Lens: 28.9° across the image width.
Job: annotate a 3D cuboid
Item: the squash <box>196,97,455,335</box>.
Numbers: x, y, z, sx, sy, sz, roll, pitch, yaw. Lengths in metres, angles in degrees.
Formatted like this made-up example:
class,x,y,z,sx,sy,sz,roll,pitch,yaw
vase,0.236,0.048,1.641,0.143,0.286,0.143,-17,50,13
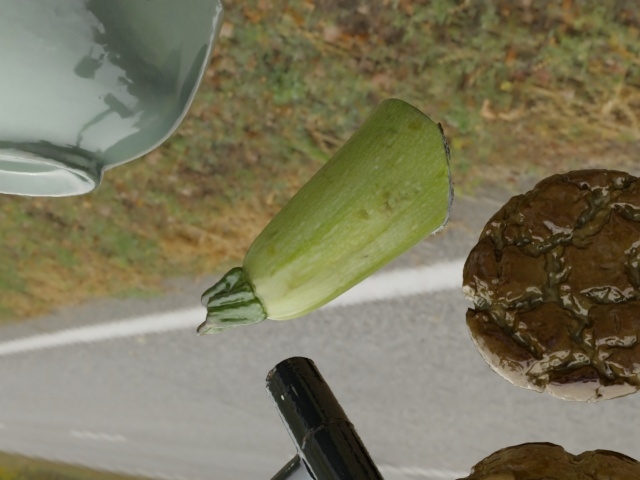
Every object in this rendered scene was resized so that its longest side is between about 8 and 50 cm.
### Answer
class,x,y,z,sx,sy,sz,roll,pitch,yaw
squash,0.013,0.009,1.166,0.137,0.287,0.137,39,163,14

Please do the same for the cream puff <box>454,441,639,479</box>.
class,x,y,z,sx,sy,sz,roll,pitch,yaw
cream puff,0.117,0.174,0.604,0.165,0.150,0.115,-23,175,20

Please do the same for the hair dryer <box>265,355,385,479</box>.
class,x,y,z,sx,sy,sz,roll,pitch,yaw
hair dryer,-0.031,0.212,0.925,0.050,0.195,0.173,22,-160,-34

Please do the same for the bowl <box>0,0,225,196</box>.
class,x,y,z,sx,sy,sz,roll,pitch,yaw
bowl,-0.218,-0.115,0.904,0.289,0.146,0.289,5,171,1

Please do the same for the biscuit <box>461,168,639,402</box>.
class,x,y,z,sx,sy,sz,roll,pitch,yaw
biscuit,0.225,0.031,1.031,0.226,0.226,0.042,14,156,23
